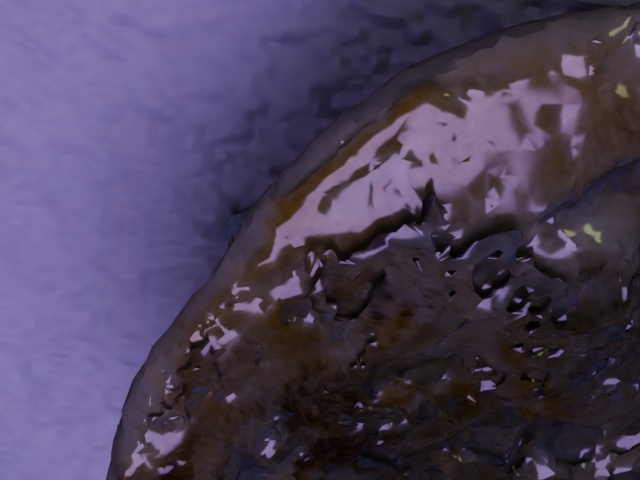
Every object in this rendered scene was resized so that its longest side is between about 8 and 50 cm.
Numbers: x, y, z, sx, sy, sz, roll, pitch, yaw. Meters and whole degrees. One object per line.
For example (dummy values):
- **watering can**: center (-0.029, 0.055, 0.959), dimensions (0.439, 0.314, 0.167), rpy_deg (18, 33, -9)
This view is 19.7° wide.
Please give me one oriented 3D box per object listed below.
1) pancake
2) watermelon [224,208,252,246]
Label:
- **pancake**: center (0.076, 0.043, 0.514), dimensions (0.282, 0.049, 0.282), rpy_deg (-12, 139, -10)
- **watermelon**: center (0.000, 0.000, 0.530), dimensions (0.061, 0.085, 0.085), rpy_deg (25, 133, 18)
